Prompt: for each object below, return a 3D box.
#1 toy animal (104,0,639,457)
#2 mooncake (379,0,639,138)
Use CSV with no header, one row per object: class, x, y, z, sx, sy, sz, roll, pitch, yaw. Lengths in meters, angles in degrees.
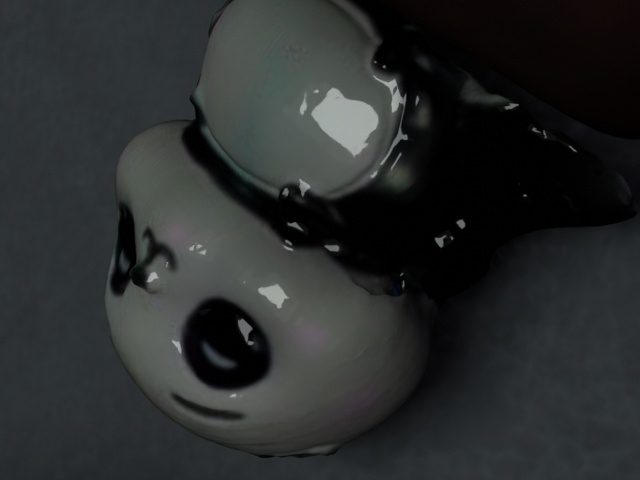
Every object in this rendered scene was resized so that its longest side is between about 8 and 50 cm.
toy animal,0.000,0.000,0.600,0.179,0.138,0.166,-51,47,10
mooncake,0.032,-0.172,0.503,0.174,0.326,0.334,-56,40,13
